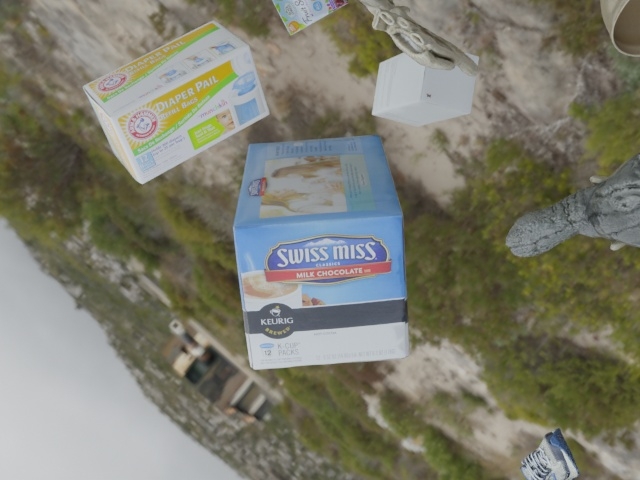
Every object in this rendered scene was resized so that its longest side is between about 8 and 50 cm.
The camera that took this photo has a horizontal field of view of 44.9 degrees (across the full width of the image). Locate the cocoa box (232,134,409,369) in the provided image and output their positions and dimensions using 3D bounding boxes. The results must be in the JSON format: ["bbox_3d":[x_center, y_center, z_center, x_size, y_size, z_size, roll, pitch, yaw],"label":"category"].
[{"bbox_3d":[0.000,0.000,1.182,0.347,0.231,0.228,-93,-1,-65],"label":"cocoa box"}]

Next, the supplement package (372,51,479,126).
[{"bbox_3d":[0.183,-0.273,1.378,0.105,0.105,0.179,11,177,-23],"label":"supplement package"}]

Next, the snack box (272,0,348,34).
[{"bbox_3d":[-0.025,-0.509,1.617,0.100,0.141,0.037,60,-176,-31],"label":"snack box"}]

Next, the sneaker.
[{"bbox_3d":[0.263,0.265,0.900,0.135,0.058,0.052,69,-177,-50],"label":"sneaker"}]

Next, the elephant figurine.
[{"bbox_3d":[0.302,-0.040,0.618,0.186,0.239,0.169,90,155,-48],"label":"elephant figurine"}]

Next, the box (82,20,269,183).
[{"bbox_3d":[-0.187,-0.184,1.019,0.103,0.203,0.114,43,159,42],"label":"box"}]

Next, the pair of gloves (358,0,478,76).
[{"bbox_3d":[0.095,-0.299,1.044,0.240,0.042,0.204,44,-159,19],"label":"pair of gloves"}]

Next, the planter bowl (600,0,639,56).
[{"bbox_3d":[0.428,-0.333,0.989,0.162,0.162,0.109,56,-165,-59],"label":"planter bowl"}]
